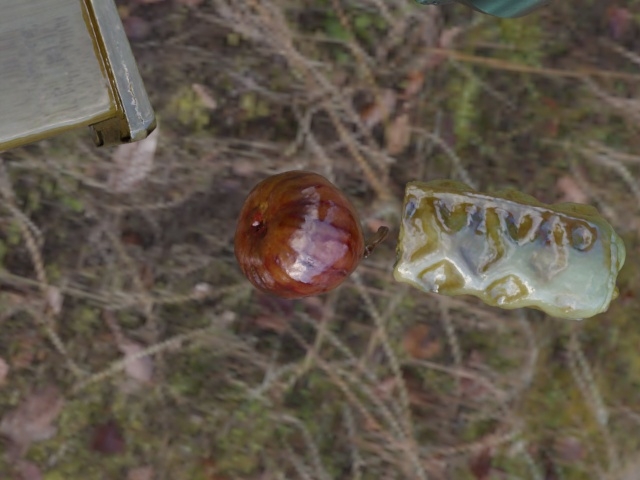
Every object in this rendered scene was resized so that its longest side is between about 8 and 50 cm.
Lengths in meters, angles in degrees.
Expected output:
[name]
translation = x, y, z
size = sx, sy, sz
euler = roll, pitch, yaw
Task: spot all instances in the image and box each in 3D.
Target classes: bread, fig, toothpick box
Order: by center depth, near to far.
[toothpick box]
translation = -0.318, -0.127, 1.248
size = 0.308, 0.187, 0.190
euler = -19, 98, -16
[fig]
translation = -0.017, -0.004, 1.462
size = 0.150, 0.128, 0.128
euler = 13, 90, -71
[bread]
translation = 0.181, 0.000, 1.473
size = 0.232, 0.088, 0.128
euler = 13, 51, -12

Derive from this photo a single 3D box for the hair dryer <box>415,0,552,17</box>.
[hair dryer]
translation = 0.134, -0.338, 1.297
size = 0.116, 0.244, 0.302
euler = -24, 92, -31
